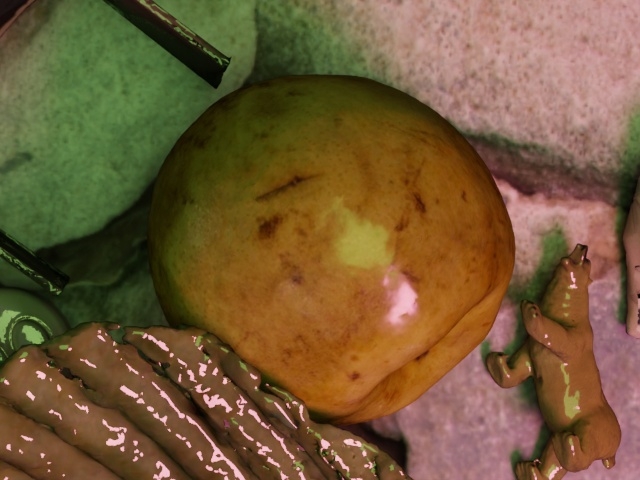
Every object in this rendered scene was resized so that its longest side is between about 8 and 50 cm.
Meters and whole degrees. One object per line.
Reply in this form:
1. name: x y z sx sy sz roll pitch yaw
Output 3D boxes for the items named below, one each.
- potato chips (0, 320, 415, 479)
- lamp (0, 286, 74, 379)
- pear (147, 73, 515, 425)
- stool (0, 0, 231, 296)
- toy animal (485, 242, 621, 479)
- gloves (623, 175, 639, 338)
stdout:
1. potato chips: -0.132 0.235 1.276 0.389 0.097 0.373 28 130 -12
2. lamp: -0.325 0.132 1.358 0.246 0.108 0.179 -29 98 -7
3. pear: 0.000 0.000 1.314 0.304 0.304 0.304 0 90 -7
4. stool: -0.255 -0.128 1.336 0.270 0.170 0.243 36 87 -6
5. toy animal: 0.221 0.120 1.444 0.101 0.103 0.218 -16 90 -26
6. gloves: 0.345 0.023 1.446 0.127 0.111 0.212 -7 83 -12
